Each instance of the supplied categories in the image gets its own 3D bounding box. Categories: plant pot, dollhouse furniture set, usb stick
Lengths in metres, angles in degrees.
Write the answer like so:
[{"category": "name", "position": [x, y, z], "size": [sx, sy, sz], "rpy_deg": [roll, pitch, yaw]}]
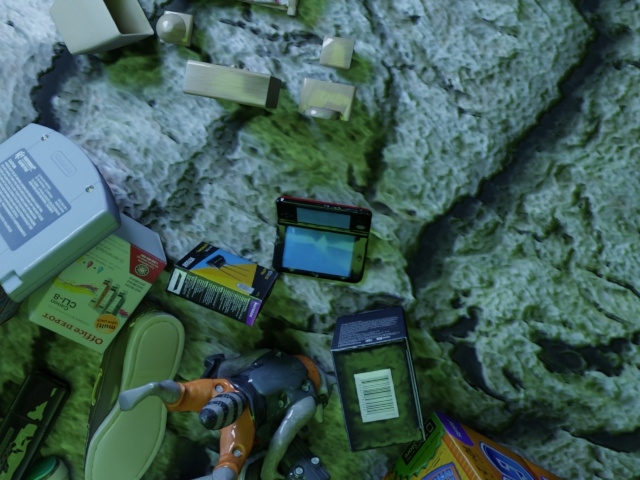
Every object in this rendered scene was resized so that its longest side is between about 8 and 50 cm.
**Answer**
[{"category": "plant pot", "position": [-0.330, -0.328, 1.291], "size": [0.096, 0.109, 0.109], "rpy_deg": [-26, 96, 19]}, {"category": "dollhouse furniture set", "position": [-0.075, -0.366, 1.228], "size": [0.303, 0.174, 0.356], "rpy_deg": [11, 99, 2]}, {"category": "usb stick", "position": [-0.486, 0.337, 1.381], "size": [0.077, 0.045, 0.278], "rpy_deg": [25, 78, 3]}]

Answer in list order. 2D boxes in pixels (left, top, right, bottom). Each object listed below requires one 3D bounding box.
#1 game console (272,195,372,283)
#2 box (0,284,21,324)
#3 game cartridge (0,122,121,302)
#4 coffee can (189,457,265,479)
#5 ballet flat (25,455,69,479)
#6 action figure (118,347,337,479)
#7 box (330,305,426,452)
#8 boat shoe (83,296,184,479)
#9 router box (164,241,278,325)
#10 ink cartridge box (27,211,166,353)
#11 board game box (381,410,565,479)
[{"category": "game console", "position": [0.000, 0.000, 1.322], "size": [0.143, 0.124, 0.085], "rpy_deg": [8, 72, 3]}, {"category": "box", "position": [-0.518, 0.062, 1.280], "size": [0.122, 0.257, 0.128], "rpy_deg": [32, 100, -2]}, {"category": "game cartridge", "position": [-0.407, -0.054, 1.251], "size": [0.198, 0.297, 0.062], "rpy_deg": [-36, 136, -14]}, {"category": "coffee can", "position": [-0.190, 0.467, 1.342], "size": [0.275, 0.201, 0.202], "rpy_deg": [-17, 97, 7]}, {"category": "ballet flat", "position": [-0.518, 0.430, 1.429], "size": [0.248, 0.086, 0.086], "rpy_deg": [-19, 96, 6]}, {"category": "action figure", "position": [-0.072, 0.268, 1.243], "size": [0.341, 0.330, 0.179], "rpy_deg": [43, 122, 18]}, {"category": "box", "position": [0.084, 0.195, 1.279], "size": [0.108, 0.207, 0.153], "rpy_deg": [-10, 98, 6]}, {"category": "boat shoe", "position": [-0.303, 0.247, 1.373], "size": [0.116, 0.096, 0.325], "rpy_deg": [8, 106, -38]}, {"category": "router box", "position": [-0.140, 0.060, 1.291], "size": [0.133, 0.179, 0.046], "rpy_deg": [23, 102, 0]}, {"category": "ink cartridge box", "position": [-0.337, 0.051, 1.313], "size": [0.128, 0.127, 0.176], "rpy_deg": [31, 101, -28]}, {"category": "board game box", "position": [0.243, 0.526, 1.190], "size": [0.356, 0.356, 0.357], "rpy_deg": [31, 100, -22]}]
